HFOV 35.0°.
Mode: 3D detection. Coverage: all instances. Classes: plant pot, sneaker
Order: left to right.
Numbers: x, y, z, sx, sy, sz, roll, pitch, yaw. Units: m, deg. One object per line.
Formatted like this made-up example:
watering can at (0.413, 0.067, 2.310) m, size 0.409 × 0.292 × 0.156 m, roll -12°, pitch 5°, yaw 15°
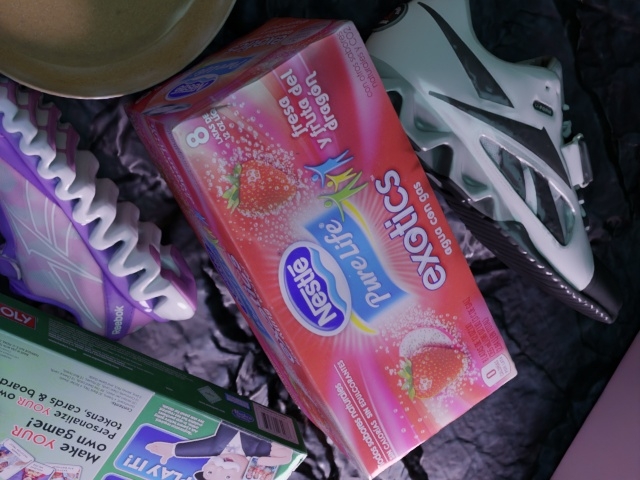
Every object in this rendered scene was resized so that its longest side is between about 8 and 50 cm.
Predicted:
sneaker at (-0.191, -0.014, 0.705) m, size 0.104 × 0.095 × 0.236 m, roll -34°, pitch 110°, yaw 7°
plant pot at (-0.159, -0.215, 0.684) m, size 0.236 × 0.032 × 0.236 m, roll -9°, pitch 108°, yaw -29°
sneaker at (0.168, -0.066, 0.819) m, size 0.146 × 0.122 × 0.330 m, roll -48°, pitch 115°, yaw -4°

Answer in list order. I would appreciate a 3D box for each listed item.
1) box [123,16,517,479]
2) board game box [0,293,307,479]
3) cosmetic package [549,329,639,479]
box at (0.000, 0.000, 0.750) m, size 0.142 × 0.154 × 0.300 m, roll -33°, pitch 113°, yaw -12°
board game box at (-0.199, 0.162, 0.726) m, size 0.317 × 0.046 × 0.213 m, roll 28°, pitch 110°, yaw -26°
cosmetic package at (0.390, 0.166, 0.907) m, size 0.161 × 0.230 × 0.453 m, roll 32°, pitch 88°, yaw -25°
